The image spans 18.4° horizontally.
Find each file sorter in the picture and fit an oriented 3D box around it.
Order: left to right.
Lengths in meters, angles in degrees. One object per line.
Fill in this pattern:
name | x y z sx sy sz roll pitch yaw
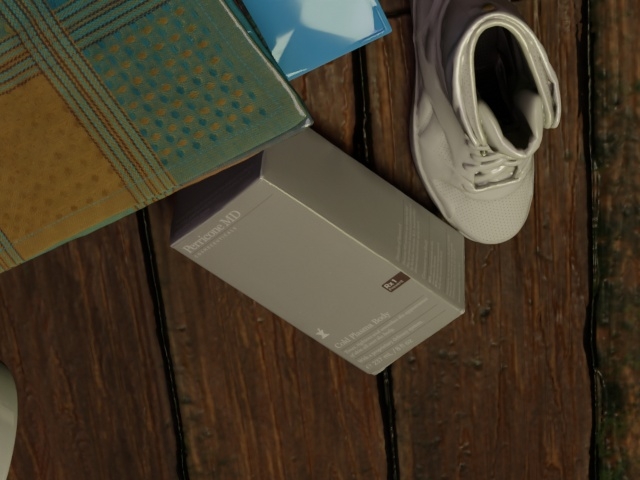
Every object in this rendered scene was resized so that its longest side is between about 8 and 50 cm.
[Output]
file sorter | -0.039 -0.229 1.562 0.118 0.104 0.170 -25 123 5

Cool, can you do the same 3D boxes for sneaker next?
sneaker | 0.137 -0.087 1.647 0.108 0.169 0.292 -15 124 -3

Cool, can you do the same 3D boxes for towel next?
towel | -0.225 -0.128 1.533 0.370 0.040 0.271 -25 108 22

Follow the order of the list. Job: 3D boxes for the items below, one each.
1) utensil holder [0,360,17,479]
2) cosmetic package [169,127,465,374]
utensil holder | -0.484 0.150 1.585 0.385 0.327 0.327 29 112 -27
cosmetic package | 0.000 0.000 1.699 0.238 0.107 0.127 30 131 -28
